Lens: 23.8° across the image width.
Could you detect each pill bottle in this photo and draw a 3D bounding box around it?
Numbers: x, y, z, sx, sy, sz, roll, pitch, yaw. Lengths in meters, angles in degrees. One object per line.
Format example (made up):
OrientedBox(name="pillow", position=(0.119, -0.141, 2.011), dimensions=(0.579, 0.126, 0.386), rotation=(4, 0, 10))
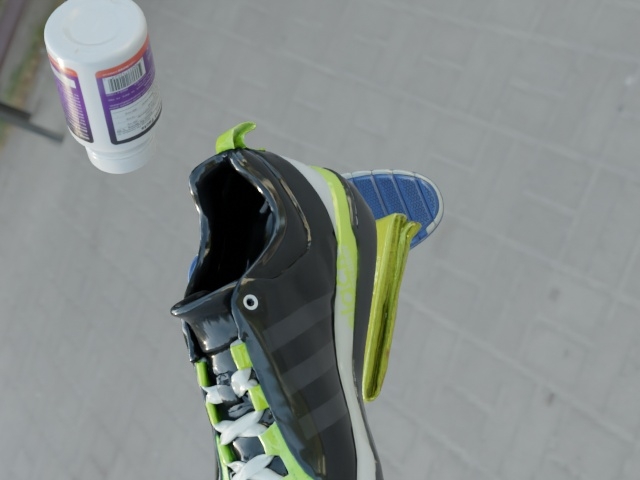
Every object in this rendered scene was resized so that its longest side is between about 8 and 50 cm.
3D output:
OrientedBox(name="pill bottle", position=(-0.229, -0.164, 1.644), dimensions=(0.193, 0.108, 0.108), rotation=(86, 180, -52))

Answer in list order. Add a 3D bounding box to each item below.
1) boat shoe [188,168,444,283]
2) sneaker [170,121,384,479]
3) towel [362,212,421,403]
OrientedBox(name="boat shoe", position=(0.000, 0.000, 1.050), dimensions=(0.183, 0.066, 0.066), rotation=(-18, 79, 11))
OrientedBox(name="sneaker", position=(-0.034, 0.060, 0.669), dimensions=(0.084, 0.097, 0.235), rotation=(-24, 54, 37))
OrientedBox(name="towel", position=(0.003, 0.051, 0.882), dimensions=(0.237, 0.021, 0.102), rotation=(153, 127, -71))
